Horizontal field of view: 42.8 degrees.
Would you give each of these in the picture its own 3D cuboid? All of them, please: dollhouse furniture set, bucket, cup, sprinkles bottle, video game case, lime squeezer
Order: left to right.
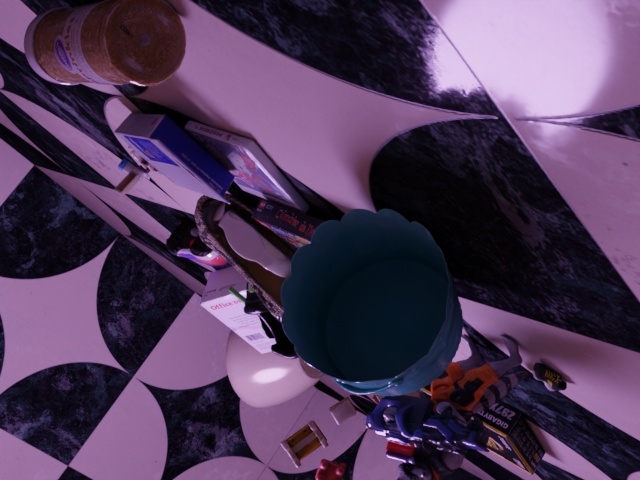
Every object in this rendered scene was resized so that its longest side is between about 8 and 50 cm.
[{"bbox_3d":[-0.325,-0.288,1.194,0.121,0.121,0.355,44,163,-33],"label":"sprinkles bottle"},{"bbox_3d":[-0.442,-0.165,1.921,0.091,0.114,0.081,26,160,41],"label":"dollhouse furniture set"},{"bbox_3d":[-0.132,-0.132,1.478,0.183,0.023,0.201,22,161,42],"label":"video game case"},{"bbox_3d":[-0.119,0.223,2.159,0.310,0.059,0.110,46,-175,-36],"label":"lime squeezer"},{"bbox_3d":[-0.111,0.379,2.669,0.237,0.331,0.331,-11,138,38],"label":"cup"},{"bbox_3d":[0.106,0.490,2.103,0.201,0.374,0.152,55,176,6],"label":"dollhouse furniture set"},{"bbox_3d":[0.088,0.109,1.277,0.281,0.281,0.183,28,169,28],"label":"bucket"}]

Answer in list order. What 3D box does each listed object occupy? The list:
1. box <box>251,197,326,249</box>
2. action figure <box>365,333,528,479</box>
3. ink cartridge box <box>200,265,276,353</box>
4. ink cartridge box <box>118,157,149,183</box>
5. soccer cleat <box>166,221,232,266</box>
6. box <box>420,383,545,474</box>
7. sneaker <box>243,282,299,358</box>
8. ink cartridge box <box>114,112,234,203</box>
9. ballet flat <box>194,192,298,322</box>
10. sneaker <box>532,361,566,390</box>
[{"bbox_3d":[0.000,0.000,1.519,0.233,0.044,0.159,21,171,44],"label":"box"},{"bbox_3d":[0.253,0.326,1.462,0.178,0.330,0.341,42,166,-20],"label":"action figure"},{"bbox_3d":[-0.164,0.185,2.277,0.201,0.117,0.278,-18,133,33],"label":"ink cartridge box"},{"bbox_3d":[-0.497,-0.180,2.175,0.083,0.028,0.048,36,167,-6],"label":"ink cartridge box"},{"bbox_3d":[-0.342,0.023,2.354,0.116,0.108,0.318,39,164,-32],"label":"soccer cleat"},{"bbox_3d":[0.421,0.467,2.101,0.257,0.079,0.322,27,165,36],"label":"box"},{"bbox_3d":[-0.037,0.231,2.060,0.185,0.202,0.483,-14,136,41],"label":"sneaker"},{"bbox_3d":[-0.275,-0.163,1.556,0.176,0.069,0.371,42,172,-25],"label":"ink cartridge box"},{"bbox_3d":[-0.078,0.067,1.676,0.483,0.164,0.182,39,176,9],"label":"ballet flat"},{"bbox_3d":[0.412,0.243,1.461,0.083,0.031,0.035,38,153,-31],"label":"sneaker"}]
